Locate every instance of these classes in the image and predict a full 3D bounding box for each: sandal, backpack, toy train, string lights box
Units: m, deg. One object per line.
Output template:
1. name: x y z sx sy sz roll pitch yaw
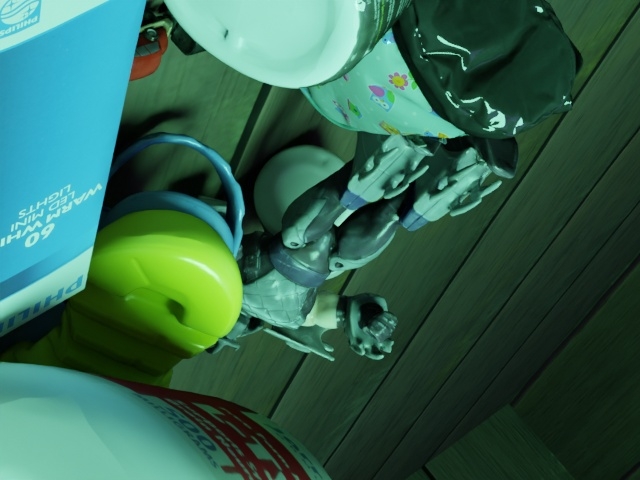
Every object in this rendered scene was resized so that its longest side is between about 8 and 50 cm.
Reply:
1. sandal: -0.132 0.039 0.984 0.317 0.126 0.138 -40 -149 46
2. backpack: 0.049 -0.127 0.872 0.115 0.152 0.182 -29 -161 -20
3. toy train: -0.101 -0.101 0.802 0.158 0.036 0.027 -26 159 -42
4. string lights box: -0.144 -0.073 0.592 0.077 0.133 0.260 -32 162 -29

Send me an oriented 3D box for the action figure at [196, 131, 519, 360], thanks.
1. action figure: 0.000 0.000 1.048 0.185 0.099 0.285 25 130 -31

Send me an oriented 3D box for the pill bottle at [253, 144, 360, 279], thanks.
1. pill bottle: -0.006 -0.017 1.184 0.078 0.078 0.137 -39 164 -6

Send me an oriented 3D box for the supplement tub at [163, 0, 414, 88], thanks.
1. supplement tub: 0.016 -0.166 0.699 0.190 0.117 0.117 -52 174 -38

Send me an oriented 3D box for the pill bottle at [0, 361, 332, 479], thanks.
1. pill bottle: -0.103 0.191 0.816 0.229 0.229 0.407 -41 166 3
